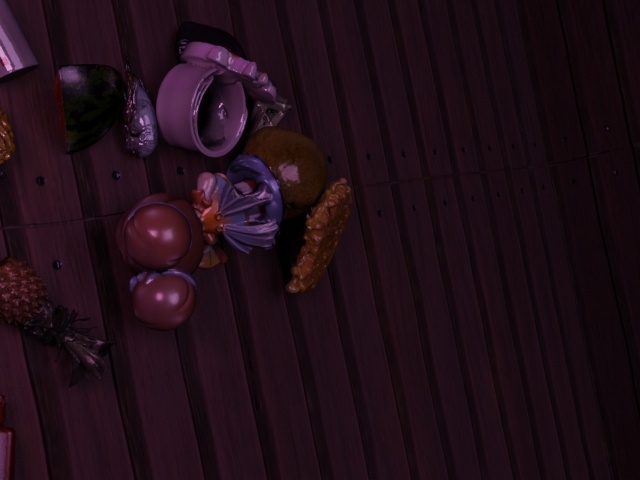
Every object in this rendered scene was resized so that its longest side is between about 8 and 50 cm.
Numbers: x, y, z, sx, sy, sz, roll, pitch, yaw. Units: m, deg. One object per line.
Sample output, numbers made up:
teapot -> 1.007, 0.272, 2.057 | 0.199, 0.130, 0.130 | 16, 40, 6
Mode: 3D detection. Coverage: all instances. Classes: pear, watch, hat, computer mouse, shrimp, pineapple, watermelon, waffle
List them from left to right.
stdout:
waffle -> -0.614, -0.225, 1.336 | 0.194, 0.051, 0.149 | 44, 13, -54
pineapple -> -0.499, 0.154, 1.388 | 0.130, 0.119, 0.277 | -47, 115, -8
watermelon -> -0.462, -0.257, 1.503 | 0.193, 0.137, 0.145 | -5, 84, -68
shrimp -> -0.393, -0.289, 1.621 | 0.090, 0.079, 0.232 | 18, 61, -81
computer mouse -> -0.247, -0.439, 1.798 | 0.217, 0.074, 0.121 | 5, 79, -44
watch -> -0.226, -0.295, 1.690 | 0.244, 0.196, 0.231 | 30, 76, -61
hat -> -0.144, -0.300, 1.887 | 0.166, 0.081, 0.122 | -63, 165, -16
pear -> -0.087, -0.152, 1.814 | 0.229, 0.188, 0.211 | 21, 62, -38
waffle -> 0.004, -0.009, 1.858 | 0.300, 0.058, 0.281 | -68, 167, 3

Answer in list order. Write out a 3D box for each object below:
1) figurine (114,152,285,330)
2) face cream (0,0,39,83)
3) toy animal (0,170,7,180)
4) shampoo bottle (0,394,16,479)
figurine -> -0.255, -0.014, 1.590 | 0.388, 0.248, 0.276 | -27, 132, -37
face cream -> -0.613, -0.403, 1.402 | 0.096, 0.096, 0.214 | -36, 107, -43
toy animal -> -0.660, -0.150, 1.331 | 0.117, 0.121, 0.210 | 52, 6, 38
shampoo bottle -> -0.568, 0.393, 1.285 | 0.102, 0.064, 0.260 | 2, 72, -16
